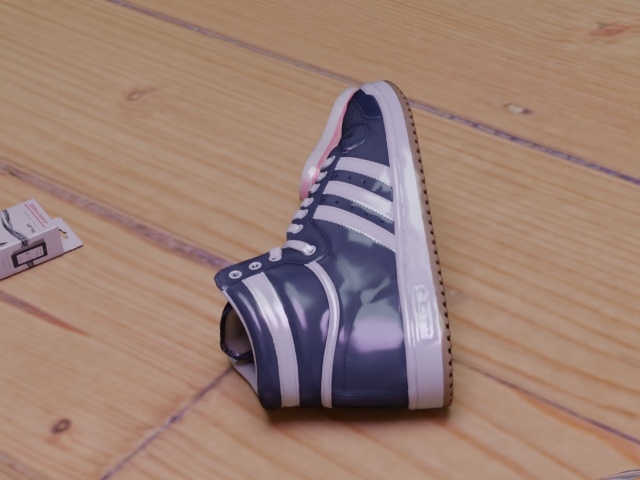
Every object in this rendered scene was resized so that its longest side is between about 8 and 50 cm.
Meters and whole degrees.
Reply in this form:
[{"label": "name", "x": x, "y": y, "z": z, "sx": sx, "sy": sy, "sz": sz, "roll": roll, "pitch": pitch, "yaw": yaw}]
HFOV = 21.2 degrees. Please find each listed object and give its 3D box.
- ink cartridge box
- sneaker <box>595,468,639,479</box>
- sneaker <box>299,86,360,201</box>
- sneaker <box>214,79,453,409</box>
[{"label": "ink cartridge box", "x": -0.230, "y": -0.003, "z": 1.306, "sx": 0.083, "sy": 0.028, "sz": 0.048, "roll": -24, "pitch": 41, "yaw": -22}, {"label": "sneaker", "x": 0.223, "y": 0.162, "z": 0.977, "sx": 0.262, "sy": 0.099, "sz": 0.121, "roll": 1, "pitch": -2, "yaw": -18}, {"label": "sneaker", "x": 0.034, "y": -0.069, "z": 1.342, "sx": 0.070, "sy": 0.051, "sz": 0.134, "roll": 11, "pitch": 40, "yaw": 13}, {"label": "sneaker", "x": 0.000, "y": 0.000, "z": 1.191, "sx": 0.153, "sy": 0.099, "sz": 0.282, "roll": -7, "pitch": 49, "yaw": -1}]
